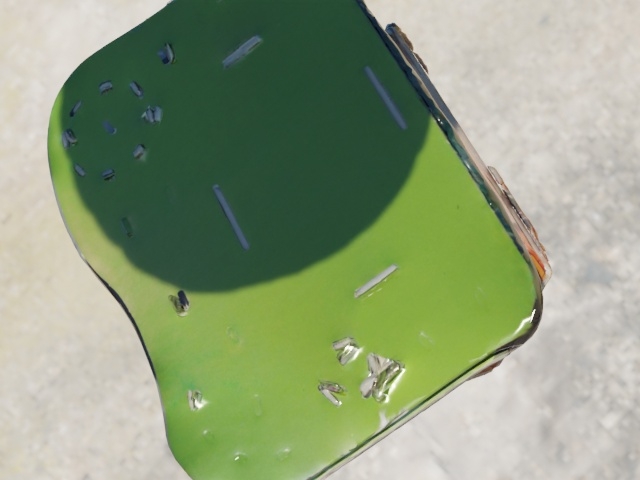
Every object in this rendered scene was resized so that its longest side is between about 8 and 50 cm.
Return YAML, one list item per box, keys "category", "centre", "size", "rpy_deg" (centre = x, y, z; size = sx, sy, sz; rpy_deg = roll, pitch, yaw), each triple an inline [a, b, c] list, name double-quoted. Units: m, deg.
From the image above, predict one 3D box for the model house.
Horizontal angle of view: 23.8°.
- category: "model house"
  centre: [0.000, -0.001, 0.828]
  size: [0.207, 0.154, 0.294]
  rpy_deg: [-37, 59, 13]
